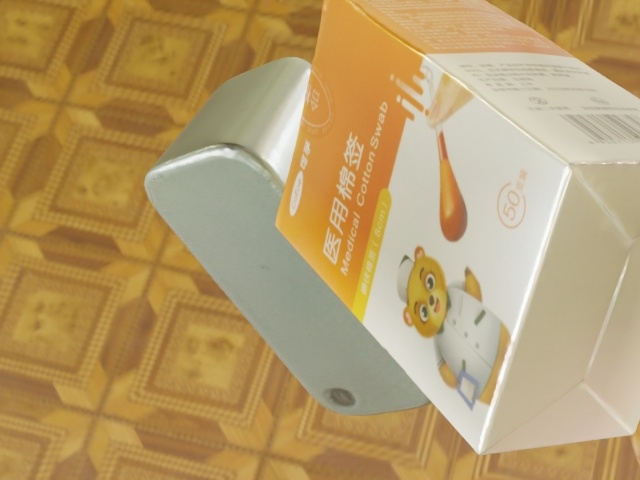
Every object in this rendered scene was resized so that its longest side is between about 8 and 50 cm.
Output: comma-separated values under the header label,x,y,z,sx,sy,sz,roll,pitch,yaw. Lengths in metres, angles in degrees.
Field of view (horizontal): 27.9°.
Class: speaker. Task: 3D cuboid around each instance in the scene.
label,x,y,z,sx,sy,sz,roll,pitch,yaw
speaker,0.000,0.000,1.460,0.183,0.406,0.184,-14,35,39

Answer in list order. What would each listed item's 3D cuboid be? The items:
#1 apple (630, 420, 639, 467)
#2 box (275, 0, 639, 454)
label,x,y,z,sx,sy,sz,roll,pitch,yaw
apple,0.457,0.180,1.342,0.286,0.233,0.286,-5,72,15
box,0.110,-0.034,0.953,0.143,0.225,0.341,-1,29,-28
